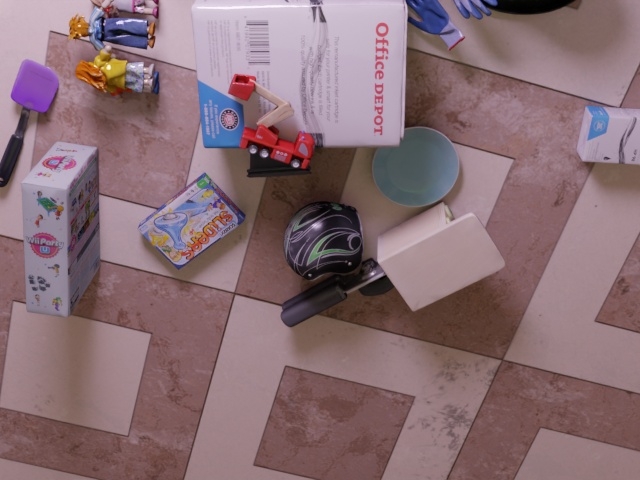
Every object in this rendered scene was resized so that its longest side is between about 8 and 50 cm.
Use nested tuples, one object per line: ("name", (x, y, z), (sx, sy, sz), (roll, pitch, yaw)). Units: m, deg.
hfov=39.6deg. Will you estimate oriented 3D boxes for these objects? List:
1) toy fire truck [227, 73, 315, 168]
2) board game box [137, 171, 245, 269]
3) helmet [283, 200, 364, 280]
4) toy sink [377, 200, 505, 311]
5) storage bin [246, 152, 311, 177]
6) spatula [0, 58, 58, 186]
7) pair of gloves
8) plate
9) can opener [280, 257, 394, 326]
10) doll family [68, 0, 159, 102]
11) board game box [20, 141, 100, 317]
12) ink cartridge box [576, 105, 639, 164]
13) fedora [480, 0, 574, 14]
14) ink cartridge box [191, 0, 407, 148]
("toy fire truck", (-0.092, -0.223, 1.675), (0.192, 0.047, 0.135), (18, 121, -9))
("board game box", (-0.286, -0.041, 1.971), (0.201, 0.035, 0.136), (-36, 112, 18))
("helmet", (0.000, 0.000, 1.916), (0.161, 0.169, 0.169), (-6, 119, -13))
("toy sink", (0.262, 0.020, 1.938), (0.234, 0.131, 0.153), (-29, 114, 19))
("storage bin", (-0.088, -0.182, 1.868), (0.135, 0.098, 0.091), (-3, 90, 3))
("spatula", (-0.633, -0.237, 1.877), (0.084, 0.030, 0.296), (23, 116, -13))
("pair of gloves", (0.240, -0.457, 1.687), (0.159, 0.023, 0.198), (50, 143, 2))
("plate", (0.203, -0.160, 1.903), (0.188, 0.024, 0.188), (1, 118, 2))
("can opener", (0.047, 0.130, 2.033), (0.283, 0.076, 0.095), (-29, 113, 17))
("doll family", (-0.408, -0.382, 1.743), (0.163, 0.118, 0.263), (5, 118, -1))
("board game box", (-0.544, -0.025, 1.880), (0.097, 0.224, 0.303), (8, 118, 0))
("ink cartridge box", (0.635, -0.216, 1.841), (0.180, 0.060, 0.104), (3, 118, 0))
("fedora", (0.382, -0.549, 1.617), (0.334, 0.152, 0.334), (0, 118, 1))
("ink cartridge box", (-0.035, -0.338, 1.730), (0.395, 0.166, 0.285), (0, 120, 2))
